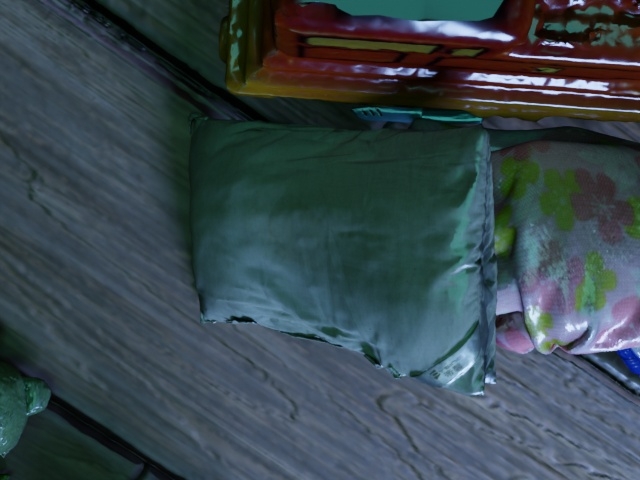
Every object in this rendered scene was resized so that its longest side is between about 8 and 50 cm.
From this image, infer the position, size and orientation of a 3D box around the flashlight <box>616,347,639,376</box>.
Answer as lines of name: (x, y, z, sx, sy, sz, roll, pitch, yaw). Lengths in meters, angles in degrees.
flashlight: (0.199, 0.050, 0.538, 0.057, 0.035, 0.121, -39, 97, 6)

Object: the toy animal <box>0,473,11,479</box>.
toy animal: (-0.340, 0.191, 0.570, 0.217, 0.041, 0.075, 9, 98, -5)

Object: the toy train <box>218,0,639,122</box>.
toy train: (0.095, -0.146, 0.407, 0.369, 0.231, 0.163, 4, 99, -1)

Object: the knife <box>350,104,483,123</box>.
knife: (0.066, -0.087, 0.532, 0.091, 0.005, 0.014, 1, 101, 1)

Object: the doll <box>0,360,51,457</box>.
doll: (-0.271, 0.096, 0.539, 0.150, 0.077, 0.115, 40, 88, 6)

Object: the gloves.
gloves: (0.119, -0.004, 0.478, 0.241, 0.126, 0.145, -2, 98, 5)

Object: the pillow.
pillow: (0.000, 0.000, 0.475, 0.230, 0.050, 0.148, 9, 101, 36)
